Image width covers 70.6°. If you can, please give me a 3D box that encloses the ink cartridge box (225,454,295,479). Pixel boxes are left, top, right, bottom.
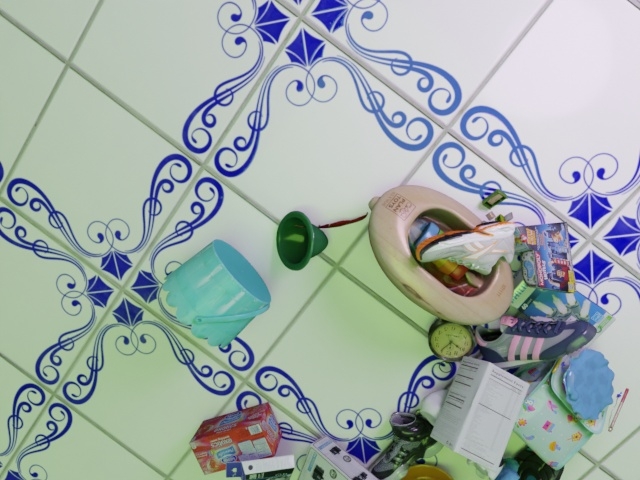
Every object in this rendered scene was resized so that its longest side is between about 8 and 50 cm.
[{"bbox_3d":[-0.193,0.733,1.425,0.209,0.045,0.206,0,141,-11],"label":"ink cartridge box"}]

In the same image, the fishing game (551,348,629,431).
[{"bbox_3d":[0.717,0.387,1.214,0.264,0.041,0.189,40,71,-13],"label":"fishing game"}]

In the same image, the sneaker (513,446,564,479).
[{"bbox_3d":[0.644,0.765,1.381,0.140,0.125,0.340,21,103,-25],"label":"sneaker"}]

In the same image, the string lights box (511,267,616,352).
[{"bbox_3d":[0.651,0.179,1.255,0.260,0.077,0.133,34,106,0],"label":"string lights box"}]

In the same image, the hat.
[{"bbox_3d":[0.000,0.000,1.334,0.209,0.184,0.172,3,93,51],"label":"hat"}]

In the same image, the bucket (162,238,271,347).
[{"bbox_3d":[-0.284,0.144,1.284,0.183,0.281,0.281,-40,94,6],"label":"bucket"}]

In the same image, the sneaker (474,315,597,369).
[{"bbox_3d":[0.555,0.254,1.212,0.319,0.112,0.131,-35,87,44],"label":"sneaker"}]

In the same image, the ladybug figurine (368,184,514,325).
[{"bbox_3d":[0.300,0.041,1.202,0.449,0.162,0.305,43,68,-1],"label":"ladybug figurine"}]

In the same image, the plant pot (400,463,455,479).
[{"bbox_3d":[0.329,0.842,1.394,0.205,0.205,0.187,-4,117,9],"label":"plant pot"}]

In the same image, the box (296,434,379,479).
[{"bbox_3d":[0.075,0.766,1.389,0.290,0.087,0.169,30,108,33],"label":"box"}]

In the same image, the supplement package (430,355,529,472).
[{"bbox_3d":[0.426,0.458,1.215,0.139,0.134,0.243,30,77,-8],"label":"supplement package"}]

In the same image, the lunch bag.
[{"bbox_3d":[0.656,0.463,1.277,0.262,0.160,0.223,-44,92,4],"label":"lunch bag"}]

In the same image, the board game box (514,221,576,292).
[{"bbox_3d":[0.556,0.034,1.160,0.194,0.060,0.194,10,71,-24],"label":"board game box"}]

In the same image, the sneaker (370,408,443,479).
[{"bbox_3d":[0.239,0.629,1.402,0.269,0.101,0.153,-37,94,8],"label":"sneaker"}]

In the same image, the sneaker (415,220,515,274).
[{"bbox_3d":[0.359,0.033,1.086,0.263,0.099,0.120,-12,97,-11],"label":"sneaker"}]

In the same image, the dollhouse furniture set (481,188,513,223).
[{"bbox_3d":[0.470,-0.059,1.190,0.076,0.151,0.059,28,136,-22],"label":"dollhouse furniture set"}]

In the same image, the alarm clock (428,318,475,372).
[{"bbox_3d":[0.379,0.303,1.326,0.130,0.064,0.191,9,106,10],"label":"alarm clock"}]

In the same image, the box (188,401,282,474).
[{"bbox_3d":[-0.270,0.638,1.459,0.257,0.122,0.128,-21,98,11],"label":"box"}]

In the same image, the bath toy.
[{"bbox_3d":[0.442,0.579,1.348,0.129,0.151,0.348,-42,91,-23],"label":"bath toy"}]
